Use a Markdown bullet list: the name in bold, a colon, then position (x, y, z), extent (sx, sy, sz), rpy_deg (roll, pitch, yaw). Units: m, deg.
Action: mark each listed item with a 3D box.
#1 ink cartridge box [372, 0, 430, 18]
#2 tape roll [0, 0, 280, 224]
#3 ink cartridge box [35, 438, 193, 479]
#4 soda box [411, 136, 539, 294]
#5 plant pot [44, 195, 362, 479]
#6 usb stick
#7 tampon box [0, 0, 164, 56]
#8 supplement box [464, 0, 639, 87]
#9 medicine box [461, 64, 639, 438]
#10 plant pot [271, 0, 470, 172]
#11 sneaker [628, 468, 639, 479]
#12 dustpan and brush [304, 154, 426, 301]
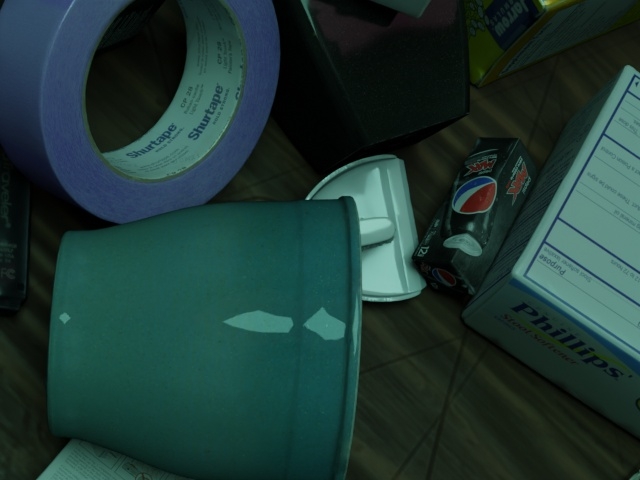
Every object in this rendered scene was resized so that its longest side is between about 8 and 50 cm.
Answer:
- **ink cartridge box**: position (0.020, -0.333, 1.365), extent (0.237, 0.100, 0.172), rpy_deg (21, 64, -5)
- **tape roll**: position (-0.166, -0.155, 1.359), extent (0.275, 0.274, 0.090), rpy_deg (-40, 44, -25)
- **ink cartridge box**: position (-0.178, 0.263, 1.332), extent (0.181, 0.056, 0.224), rpy_deg (38, 46, -1)
- **soda box**: position (0.160, -0.027, 1.513), extent (0.060, 0.053, 0.169), rpy_deg (53, 56, -37)
- **plant pot**: position (-0.107, 0.086, 1.300), extent (0.255, 0.271, 0.271), rpy_deg (4, 69, -6)
- **usb stick**: position (-0.311, -0.065, 1.402), extent (0.077, 0.045, 0.278), rpy_deg (7, 69, -23)
- **tampon box**: position (-0.249, -0.244, 1.427), extent (0.161, 0.101, 0.120), rpy_deg (-30, 82, -45)
- **supplement box**: position (0.297, -0.343, 1.605), extent (0.357, 0.194, 0.195), rpy_deg (-24, 80, -23)
- **medicine box**: position (0.334, 0.020, 1.510), extent (0.263, 0.149, 0.289), rpy_deg (34, 65, -3)
- **plant pot**: position (0.047, -0.172, 1.482), extent (0.188, 0.188, 0.167), rpy_deg (-19, 87, -22)
- **sneaker**: position (0.436, 0.256, 1.477), extent (0.299, 0.112, 0.120), rpy_deg (-7, 73, -19)
- **dustpan and brush**: position (0.000, 0.000, 1.455), extent (0.211, 0.060, 0.147), rpy_deg (-10, 90, -11)
